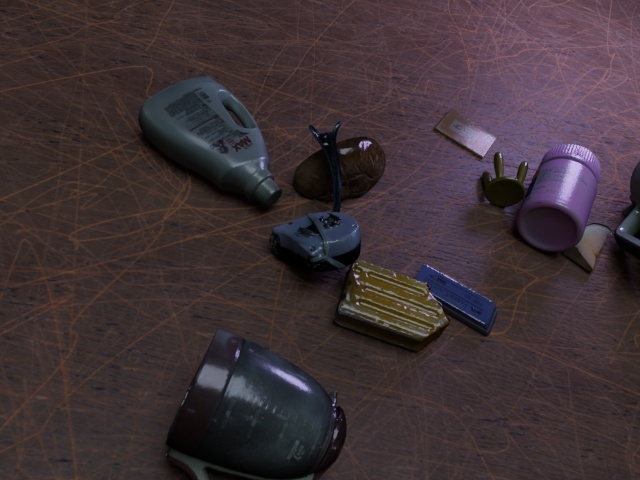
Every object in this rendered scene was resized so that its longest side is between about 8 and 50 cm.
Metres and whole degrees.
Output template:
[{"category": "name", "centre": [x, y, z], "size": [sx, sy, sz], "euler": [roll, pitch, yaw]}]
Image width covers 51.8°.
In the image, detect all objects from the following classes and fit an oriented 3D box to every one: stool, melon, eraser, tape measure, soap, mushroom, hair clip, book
[{"category": "stool", "centre": [0.522, -0.171, 1.868], "size": [0.135, 0.134, 0.110], "euler": [53, 35, -34]}, {"category": "melon", "centre": [0.755, 0.001, 1.850], "size": [0.098, 0.054, 0.182], "euler": [39, 54, 6]}, {"category": "eraser", "centre": [0.333, 0.145, 1.625], "size": [0.225, 0.036, 0.082], "euler": [31, 50, 7]}, {"category": "tape measure", "centre": [0.004, -0.002, 1.560], "size": [0.181, 0.107, 0.182], "euler": [-29, 35, -35]}, {"category": "soap", "centre": [0.172, 0.157, 1.540], "size": [0.258, 0.080, 0.160], "euler": [20, 53, -2]}, {"category": "mushroom", "centre": [0.070, -0.210, 1.735], "size": [0.286, 0.151, 0.156], "euler": [-20, 64, -28]}, {"category": "hair clip", "centre": [0.028, -0.154, 1.638], "size": [0.083, 0.275, 0.048], "euler": [-6, 11, 5]}, {"category": "book", "centre": [0.447, -0.329, 2.024], "size": [0.172, 0.012, 0.118], "euler": [35, 53, 9]}]

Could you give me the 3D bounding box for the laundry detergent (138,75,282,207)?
[{"category": "laundry detergent", "centre": [-0.244, -0.244, 1.686], "size": [0.398, 0.124, 0.264], "euler": [42, 53, 14]}]

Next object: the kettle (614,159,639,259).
[{"category": "kettle", "centre": [0.985, -0.082, 1.807], "size": [0.250, 0.361, 0.376], "euler": [58, 18, -16]}]

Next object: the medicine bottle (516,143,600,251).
[{"category": "medicine bottle", "centre": [0.665, -0.122, 1.831], "size": [0.178, 0.178, 0.290], "euler": [29, 50, 6]}]

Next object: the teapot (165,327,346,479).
[{"category": "teapot", "centre": [-0.119, 0.367, 1.233], "size": [0.312, 0.233, 0.315], "euler": [25, 81, -4]}]
